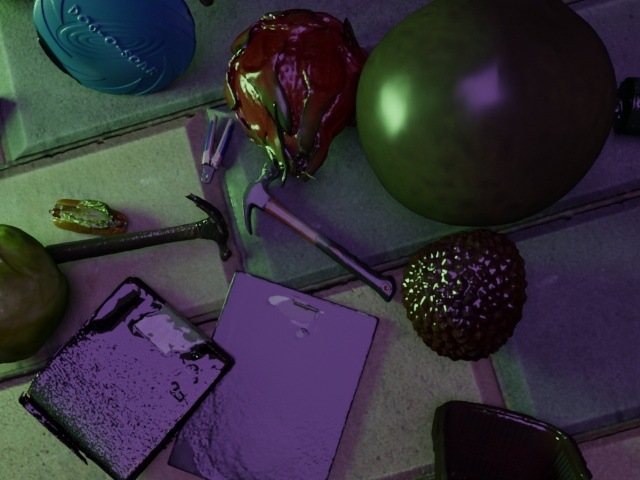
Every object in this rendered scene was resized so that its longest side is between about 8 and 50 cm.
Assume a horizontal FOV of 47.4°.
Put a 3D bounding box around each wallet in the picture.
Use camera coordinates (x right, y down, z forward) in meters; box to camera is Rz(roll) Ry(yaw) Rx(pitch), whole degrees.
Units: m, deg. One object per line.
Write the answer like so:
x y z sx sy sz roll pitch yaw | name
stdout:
-0.298 0.217 1.120 0.221 0.071 0.262 40 82 9 | wallet

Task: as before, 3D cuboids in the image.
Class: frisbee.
-0.311 -0.309 1.105 0.242 0.242 0.045 -6 49 2 | frisbee

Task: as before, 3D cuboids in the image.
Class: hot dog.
-0.371 -0.038 1.167 0.133 0.041 0.056 9 84 4 | hot dog

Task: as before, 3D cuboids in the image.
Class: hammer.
-0.293 0.001 1.149 0.298 0.027 0.125 -10 117 6 | hammer
0.000 0.000 1.149 0.288 0.033 0.111 35 86 6 | hammer

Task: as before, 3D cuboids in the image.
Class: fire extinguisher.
0.609 -0.197 1.111 0.295 0.118 0.093 5 119 3 | fire extinguisher

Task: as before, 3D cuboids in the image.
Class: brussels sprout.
-0.490 0.079 1.100 0.223 0.161 0.223 0 91 0 | brussels sprout

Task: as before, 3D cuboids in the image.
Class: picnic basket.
0.249 0.352 0.985 0.223 0.297 0.129 12 109 4 | picnic basket

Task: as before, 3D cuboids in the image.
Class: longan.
0.222 -0.188 1.009 0.361 0.361 0.360 0 84 3 | longan

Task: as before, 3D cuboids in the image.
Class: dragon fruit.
-0.024 -0.210 1.075 0.234 0.233 0.292 -14 68 1 | dragon fruit

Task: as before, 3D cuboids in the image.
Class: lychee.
0.207 0.083 1.053 0.188 0.188 0.188 0 84 3 | lychee

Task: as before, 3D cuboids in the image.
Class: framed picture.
-0.072 0.235 1.137 0.244 0.013 0.323 19 84 5 | framed picture

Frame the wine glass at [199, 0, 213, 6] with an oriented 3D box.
-0.369 -0.475 1.121 0.406 0.267 0.267 1 84 -2 | wine glass

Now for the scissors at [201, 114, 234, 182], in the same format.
-0.171 -0.147 1.183 0.039 0.012 0.113 14 84 5 | scissors
